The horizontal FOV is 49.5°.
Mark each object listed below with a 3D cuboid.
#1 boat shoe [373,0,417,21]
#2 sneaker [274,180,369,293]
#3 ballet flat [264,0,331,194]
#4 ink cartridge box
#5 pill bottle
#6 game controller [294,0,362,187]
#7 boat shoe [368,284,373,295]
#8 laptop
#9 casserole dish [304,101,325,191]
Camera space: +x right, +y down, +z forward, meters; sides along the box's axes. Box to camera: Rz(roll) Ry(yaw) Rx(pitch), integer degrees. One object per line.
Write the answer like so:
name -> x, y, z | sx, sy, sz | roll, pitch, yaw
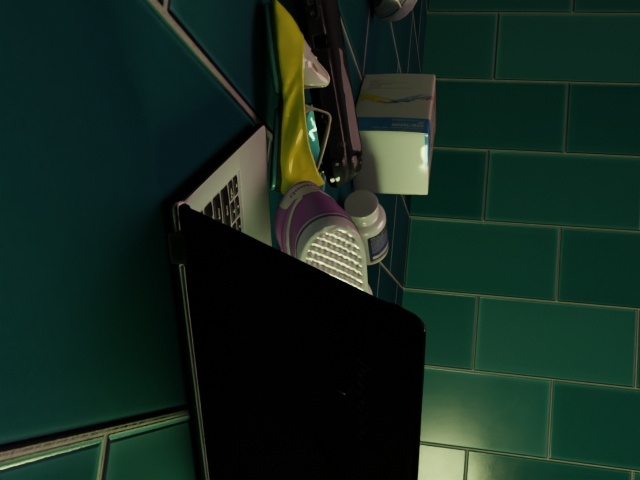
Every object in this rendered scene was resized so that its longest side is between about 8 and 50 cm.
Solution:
boat shoe -> 0.157, -0.594, 1.488 | 0.367, 0.156, 0.136 | 154, -61, -70
sneaker -> 0.001, 0.059, 0.861 | 0.161, 0.102, 0.282 | -123, -151, -53
ballet flat -> -0.026, -0.169, 0.833 | 0.077, 0.077, 0.231 | -118, -154, -77
ink cartridge box -> 0.167, -0.242, 1.550 | 0.233, 0.168, 0.171 | -75, 164, -44
pill bottle -> 0.092, -0.028, 1.445 | 0.169, 0.094, 0.094 | 76, 21, -57
game controller -> 0.003, -0.233, 0.935 | 0.166, 0.067, 0.319 | -100, 180, -80
boat shoe -> 0.075, 0.179, 1.542 | 0.063, 0.066, 0.184 | -44, 147, -74
laptop -> -0.005, 0.126, 0.686 | 0.408, 0.236, 0.382 | -63, 155, -62
casserole dish -> -0.024, -0.113, 0.998 | 0.188, 0.037, 0.114 | 78, 19, -55
